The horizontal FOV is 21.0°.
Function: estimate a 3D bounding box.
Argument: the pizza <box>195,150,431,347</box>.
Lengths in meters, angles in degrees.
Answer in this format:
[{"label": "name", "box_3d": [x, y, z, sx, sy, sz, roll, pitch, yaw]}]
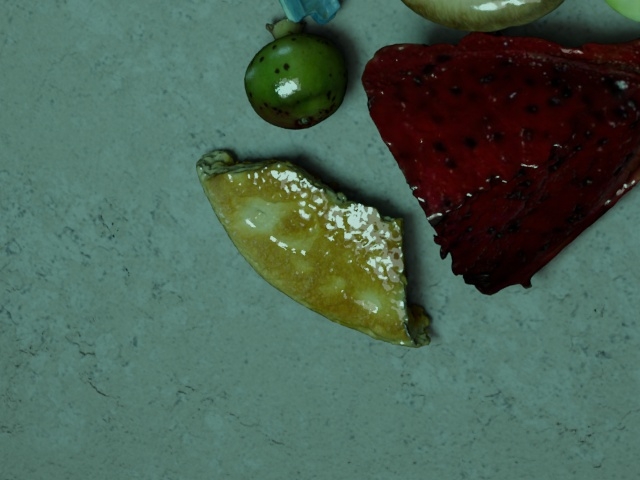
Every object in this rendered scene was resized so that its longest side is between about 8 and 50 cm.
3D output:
[{"label": "pizza", "box_3d": [0.000, 0.000, 2.131, 0.365, 0.074, 0.182, 34, 120, 4]}]

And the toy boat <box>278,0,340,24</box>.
[{"label": "toy boat", "box_3d": [-0.042, -0.348, 1.976, 0.102, 0.088, 0.215, 35, 156, 42]}]

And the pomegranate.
[{"label": "pomegranate", "box_3d": [-0.027, -0.193, 2.042, 0.130, 0.130, 0.130, 7, 114, 17]}]

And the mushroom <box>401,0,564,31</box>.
[{"label": "mushroom", "box_3d": [0.172, -0.363, 1.878, 0.278, 0.146, 0.278, 8, 110, 24]}]

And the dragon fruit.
[{"label": "dragon fruit", "box_3d": [0.242, -0.129, 1.980, 0.329, 0.286, 0.228, -32, 58, 5]}]

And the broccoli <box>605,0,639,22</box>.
[{"label": "broccoli", "box_3d": [0.446, -0.304, 1.668, 0.353, 0.397, 0.275, -10, 109, 15]}]
